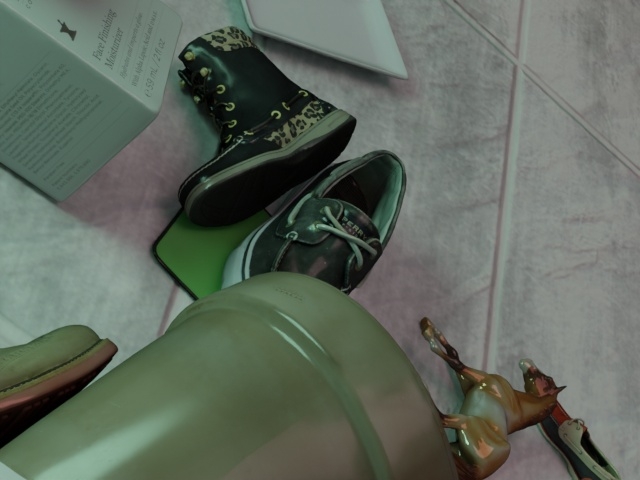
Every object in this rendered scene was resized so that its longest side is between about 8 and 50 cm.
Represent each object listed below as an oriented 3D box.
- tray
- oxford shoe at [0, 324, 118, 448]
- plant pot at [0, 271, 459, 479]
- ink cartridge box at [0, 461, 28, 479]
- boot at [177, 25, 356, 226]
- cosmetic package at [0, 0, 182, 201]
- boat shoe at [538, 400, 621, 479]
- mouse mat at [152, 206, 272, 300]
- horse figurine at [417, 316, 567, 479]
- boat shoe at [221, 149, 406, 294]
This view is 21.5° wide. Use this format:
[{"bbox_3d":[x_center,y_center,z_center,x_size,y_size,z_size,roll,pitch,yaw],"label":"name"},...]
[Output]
[{"bbox_3d":[-0.011,-0.270,2.000,0.270,0.030,0.145,12,52,-45],"label":"tray"},{"bbox_3d":[-0.288,0.103,1.250,0.130,0.123,0.348,54,32,11],"label":"oxford shoe"},{"bbox_3d":[-0.100,0.210,1.250,0.280,0.323,0.323,-16,73,-39],"label":"plant pot"},{"bbox_3d":[-0.129,0.351,0.995,0.385,0.279,0.160,34,33,-1],"label":"ink cartridge box"},{"bbox_3d":[-0.097,-0.119,1.714,0.178,0.085,0.236,43,47,18],"label":"boot"},{"bbox_3d":[-0.248,-0.167,1.508,0.184,0.151,0.151,36,36,-25],"label":"cosmetic package"},{"bbox_3d":[0.289,0.226,1.909,0.049,0.043,0.137,-17,73,-53],"label":"boat shoe"},{"bbox_3d":[-0.084,0.017,1.675,0.152,0.007,0.189,47,35,-11],"label":"mouse mat"},{"bbox_3d":[0.154,0.180,1.768,0.174,0.066,0.263,43,32,-6],"label":"horse figurine"},{"bbox_3d":[0.000,0.000,1.679,0.121,0.119,0.335,45,34,-15],"label":"boat shoe"}]
